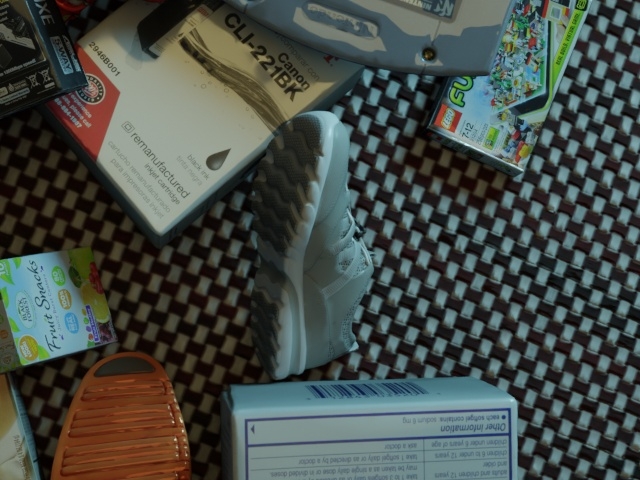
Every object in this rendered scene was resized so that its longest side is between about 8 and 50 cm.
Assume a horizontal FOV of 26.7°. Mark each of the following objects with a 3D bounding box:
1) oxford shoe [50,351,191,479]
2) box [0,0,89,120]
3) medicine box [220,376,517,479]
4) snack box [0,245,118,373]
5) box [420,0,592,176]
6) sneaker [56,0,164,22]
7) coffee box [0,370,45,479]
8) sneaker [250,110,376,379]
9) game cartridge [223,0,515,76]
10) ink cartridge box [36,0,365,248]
[{"bbox_3d":[-0.182,0.288,1.280,0.129,0.133,0.364,-3,66,-1],"label":"oxford shoe"},{"bbox_3d":[-0.400,-0.196,1.225,0.307,0.076,0.243,-21,97,12],"label":"box"},{"bbox_3d":[0.042,0.284,1.275,0.263,0.149,0.289,-1,92,-8],"label":"medicine box"},{"bbox_3d":[-0.260,0.064,1.279,0.037,0.141,0.100,-20,85,30],"label":"snack box"},{"bbox_3d":[0.197,-0.184,1.420,0.114,0.036,0.207,23,81,-5],"label":"box"},{"bbox_3d":[-0.220,-0.248,1.269,0.107,0.279,0.118,34,87,-36],"label":"sneaker"},{"bbox_3d":[-0.341,0.203,1.267,0.141,0.098,0.247,-15,86,-10],"label":"coffee box"},{"bbox_3d":[0.000,0.000,1.306,0.115,0.105,0.281,-8,126,-25],"label":"sneaker"},{"bbox_3d":[0.040,-0.267,1.247,0.297,0.062,0.198,19,104,1],"label":"game cartridge"},{"bbox_3d":[-0.119,-0.156,1.331,0.273,0.114,0.197,-41,90,-11],"label":"ink cartridge box"}]
